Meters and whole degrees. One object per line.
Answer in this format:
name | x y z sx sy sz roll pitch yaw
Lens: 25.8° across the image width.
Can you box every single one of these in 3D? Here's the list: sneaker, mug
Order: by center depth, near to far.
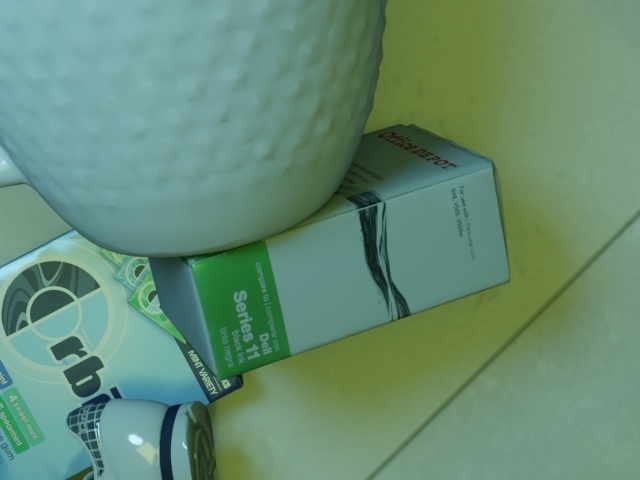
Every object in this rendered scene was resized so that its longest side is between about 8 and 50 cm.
mug | -0.142 -0.158 0.814 0.374 0.276 0.328 -16 114 -9
sneaker | -0.121 0.217 0.985 0.094 0.090 0.235 0 108 5

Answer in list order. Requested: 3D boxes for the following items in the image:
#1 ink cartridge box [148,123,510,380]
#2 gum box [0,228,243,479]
ink cartridge box | 0.000 0.000 0.925 0.208 0.153 0.087 -18 110 -15
gum box | -0.172 0.077 1.002 0.184 0.041 0.157 -28 96 0
